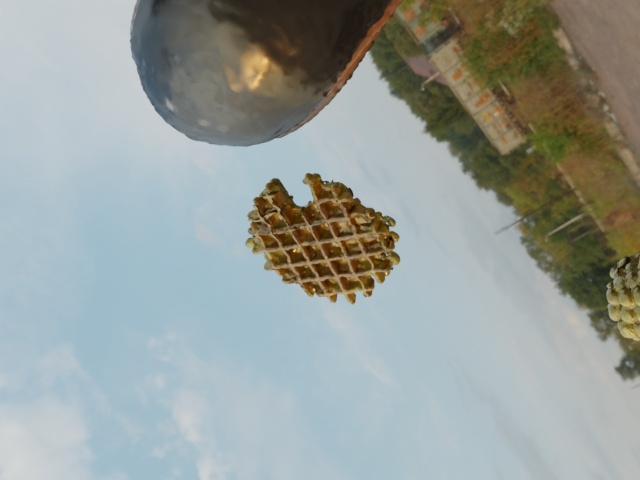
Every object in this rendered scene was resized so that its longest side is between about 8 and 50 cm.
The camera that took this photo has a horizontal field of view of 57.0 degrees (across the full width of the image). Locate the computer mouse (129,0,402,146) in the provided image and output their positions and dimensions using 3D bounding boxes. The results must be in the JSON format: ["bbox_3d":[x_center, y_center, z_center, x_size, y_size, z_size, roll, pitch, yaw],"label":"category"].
[{"bbox_3d":[-0.024,-0.217,0.478,0.183,0.323,0.116,34,-169,-20],"label":"computer mouse"}]

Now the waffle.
[{"bbox_3d":[0.000,0.000,0.882,0.231,0.229,0.051,29,-136,-1],"label":"waffle"}]

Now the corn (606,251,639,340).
[{"bbox_3d":[0.366,0.022,0.406,0.115,0.317,0.115,18,-117,-39],"label":"corn"}]
